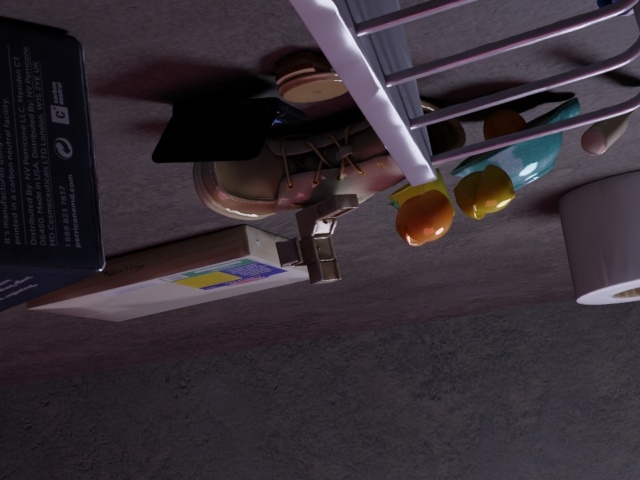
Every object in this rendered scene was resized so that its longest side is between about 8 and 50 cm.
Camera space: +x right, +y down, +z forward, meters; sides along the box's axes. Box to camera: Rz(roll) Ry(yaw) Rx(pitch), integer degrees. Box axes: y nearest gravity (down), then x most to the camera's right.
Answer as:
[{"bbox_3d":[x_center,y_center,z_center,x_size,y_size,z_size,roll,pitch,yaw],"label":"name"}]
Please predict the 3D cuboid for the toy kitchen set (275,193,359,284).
[{"bbox_3d":[0.000,0.000,1.296,0.068,0.083,0.075,-5,167,-40],"label":"toy kitchen set"}]

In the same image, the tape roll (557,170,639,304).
[{"bbox_3d":[0.511,-0.003,1.876,0.246,0.169,0.246,-7,168,-2],"label":"tape roll"}]

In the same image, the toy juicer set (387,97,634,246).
[{"bbox_3d":[0.213,-0.101,1.322,0.329,0.089,0.209,-28,-176,17],"label":"toy juicer set"}]

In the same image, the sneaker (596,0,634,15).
[{"bbox_3d":[0.265,-0.222,0.984,0.059,0.053,0.144,-7,167,5],"label":"sneaker"}]

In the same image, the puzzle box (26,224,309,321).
[{"bbox_3d":[-0.236,0.061,1.936,0.408,0.052,0.272,-13,167,20],"label":"puzzle box"}]

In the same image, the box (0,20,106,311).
[{"bbox_3d":[-0.422,-0.048,0.937,0.293,0.212,0.395,-19,165,41],"label":"box"}]

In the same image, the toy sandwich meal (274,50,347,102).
[{"bbox_3d":[-0.007,-0.158,1.149,0.085,0.029,0.085,-9,171,-1],"label":"toy sandwich meal"}]

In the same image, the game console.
[{"bbox_3d":[-0.090,-0.103,1.185,0.122,0.071,0.107,1,173,25],"label":"game console"}]

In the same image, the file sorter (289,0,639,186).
[{"bbox_3d":[0.083,-0.183,0.659,0.173,0.193,0.277,-15,160,13],"label":"file sorter"}]

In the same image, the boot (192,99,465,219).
[{"bbox_3d":[0.012,-0.091,1.302,0.262,0.095,0.203,0,166,-41],"label":"boot"}]
